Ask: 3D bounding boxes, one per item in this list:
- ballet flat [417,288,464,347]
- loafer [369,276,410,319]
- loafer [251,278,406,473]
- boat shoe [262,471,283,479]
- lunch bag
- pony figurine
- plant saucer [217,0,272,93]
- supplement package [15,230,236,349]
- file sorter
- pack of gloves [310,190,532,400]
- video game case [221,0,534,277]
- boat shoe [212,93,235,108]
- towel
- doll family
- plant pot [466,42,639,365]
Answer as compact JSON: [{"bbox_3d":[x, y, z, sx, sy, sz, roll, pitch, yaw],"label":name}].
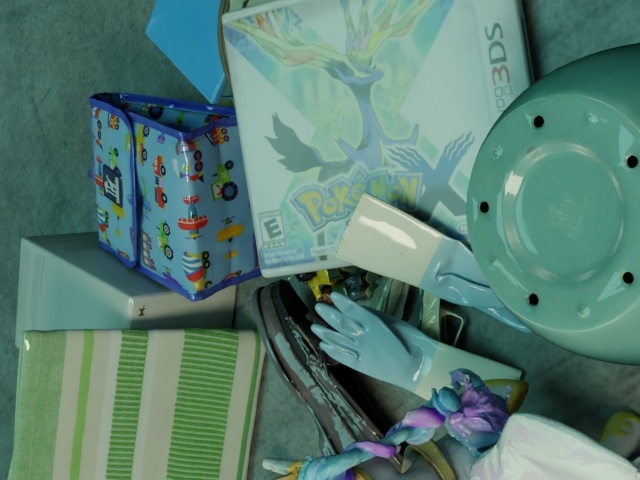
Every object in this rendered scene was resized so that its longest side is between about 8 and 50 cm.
[{"bbox_3d":[0.135,0.067,1.159,0.052,0.057,0.168,9,106,18],"label":"ballet flat"},{"bbox_3d":[0.091,0.044,1.208,0.045,0.039,0.125,-113,40,-65],"label":"loafer"},{"bbox_3d":[0.024,0.171,1.256,0.095,0.109,0.302,-33,76,23],"label":"loafer"},{"bbox_3d":[0.022,0.406,1.272,0.301,0.108,0.102,39,120,28],"label":"boat shoe"},{"bbox_3d":[-0.214,-0.074,1.408,0.293,0.138,0.221,17,118,43],"label":"lunch bag"},{"bbox_3d":[0.170,0.244,0.903,0.351,0.363,0.303,29,114,41],"label":"pony figurine"},{"bbox_3d":[0.003,-0.231,1.184,0.278,0.041,0.278,4,102,20],"label":"plant saucer"},{"bbox_3d":[-0.283,0.109,1.500,0.293,0.177,0.175,21,109,44],"label":"supplement package"},{"bbox_3d":[-0.123,-0.268,1.345,0.170,0.104,0.118,47,124,32],"label":"file sorter"},{"bbox_3d":[0.116,0.070,1.116,0.232,0.046,0.195,24,115,1],"label":"pack of gloves"},{"bbox_3d":[0.064,-0.129,1.118,0.329,0.036,0.300,-9,90,24],"label":"video game case"},{"bbox_3d":[-0.150,-0.136,1.429,0.050,0.045,0.135,42,123,35],"label":"boat shoe"},{"bbox_3d":[-0.231,0.225,1.356,0.038,0.325,0.248,33,118,57],"label":"towel"},{"bbox_3d":[0.000,0.000,1.273,0.111,0.076,0.193,-18,76,50],"label":"doll family"},{"bbox_3d":[0.263,-0.029,0.872,0.293,0.235,0.293,6,98,45],"label":"plant pot"}]
